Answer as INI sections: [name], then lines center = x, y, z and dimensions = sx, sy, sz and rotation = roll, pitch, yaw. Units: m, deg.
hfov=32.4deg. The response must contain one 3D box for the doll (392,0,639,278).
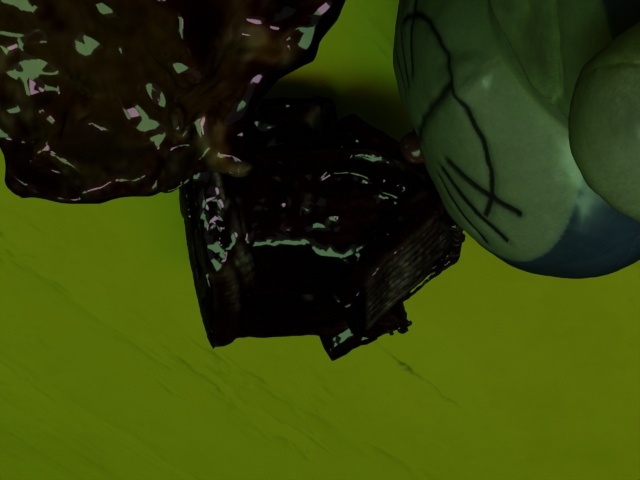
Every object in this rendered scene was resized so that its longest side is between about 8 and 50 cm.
[doll]
center = 0.106, -0.083, 0.470
dimensions = 0.154, 0.228, 0.258
rotation = -18, 169, -20

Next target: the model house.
[model house]
center = -0.002, -0.007, 0.667
dimensions = 0.164, 0.141, 0.203
rotation = -7, 161, -8

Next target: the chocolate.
[chocolate]
center = -0.087, -0.102, 0.446
dimensions = 0.224, 0.177, 0.206
rotation = 10, 176, 0
